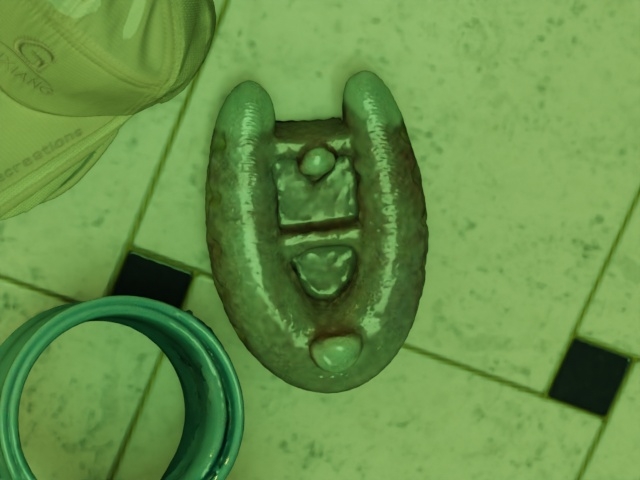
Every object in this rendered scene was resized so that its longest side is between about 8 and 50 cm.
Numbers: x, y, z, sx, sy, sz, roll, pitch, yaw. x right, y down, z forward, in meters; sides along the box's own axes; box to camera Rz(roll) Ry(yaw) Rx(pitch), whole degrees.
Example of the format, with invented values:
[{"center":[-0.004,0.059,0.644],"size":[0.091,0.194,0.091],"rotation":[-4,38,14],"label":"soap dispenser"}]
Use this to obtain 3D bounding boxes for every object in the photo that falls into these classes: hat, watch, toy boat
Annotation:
[{"center":[-0.198,-0.127,1.174],"size":[0.219,0.164,0.226],"rotation":[42,76,-15],"label":"hat"},{"center":[-0.133,0.134,1.250],"size":[0.211,0.211,0.193],"rotation":[-10,89,-4],"label":"watch"},{"center":[0.000,0.000,1.260],"size":[0.155,0.085,0.227],"rotation":[-6,107,-6],"label":"toy boat"}]
